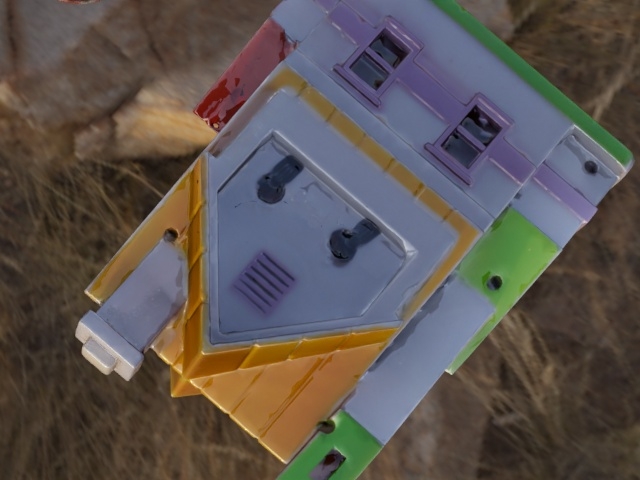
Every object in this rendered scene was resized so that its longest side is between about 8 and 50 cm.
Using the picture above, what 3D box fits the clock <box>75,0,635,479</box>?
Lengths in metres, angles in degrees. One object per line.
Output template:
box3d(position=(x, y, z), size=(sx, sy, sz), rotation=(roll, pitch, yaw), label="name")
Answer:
box3d(position=(0.000, 0.000, 0.988), size=(0.235, 0.166, 0.309), rotation=(41, 70, 1), label="clock")

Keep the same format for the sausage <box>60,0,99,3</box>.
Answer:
box3d(position=(-0.257, -0.324, 1.203), size=(0.233, 0.287, 0.233), rotation=(-30, 130, -42), label="sausage")
